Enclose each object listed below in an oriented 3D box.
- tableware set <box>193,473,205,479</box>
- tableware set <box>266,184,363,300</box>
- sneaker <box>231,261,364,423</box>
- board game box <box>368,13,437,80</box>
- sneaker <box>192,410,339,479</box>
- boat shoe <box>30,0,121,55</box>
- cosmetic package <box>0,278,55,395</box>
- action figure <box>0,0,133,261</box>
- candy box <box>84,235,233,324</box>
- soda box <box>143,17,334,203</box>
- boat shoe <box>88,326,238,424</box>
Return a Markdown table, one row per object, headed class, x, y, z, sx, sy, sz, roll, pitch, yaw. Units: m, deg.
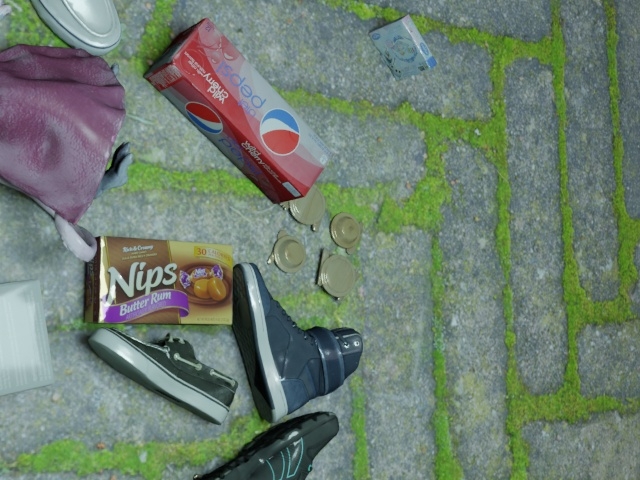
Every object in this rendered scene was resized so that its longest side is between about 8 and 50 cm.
| class | x | y | z | sx | sy | sz | roll | pitch | yaw |
| --- | --- | --- | --- | --- | --- | --- | --- | --- | --- |
| tableware set | -0.092 | 0.388 | 1.194 | 0.194 | 0.039 | 0.128 | 17 | 75 | -33 |
| tableware set | 0.000 | 0.000 | 1.315 | 0.169 | 0.020 | 0.141 | 31 | 66 | -27 |
| sneaker | -0.032 | 0.118 | 1.229 | 0.163 | 0.086 | 0.226 | -20 | 106 | -24 |
| board game box | 0.128 | -0.301 | 1.395 | 0.020 | 0.090 | 0.090 | -43 | 109 | -26 |
| sneaker | -0.071 | 0.317 | 1.170 | 0.267 | 0.101 | 0.106 | -29 | 91 | -35 |
| boat shoe | -0.324 | -0.348 | 1.085 | 0.095 | 0.084 | 0.258 | -44 | 109 | -31 |
| cosmetic package | -0.421 | 0.119 | 0.956 | 0.238 | 0.107 | 0.127 | -6 | 89 | -33 |
| action figure | -0.405 | -0.160 | 0.979 | 0.370 | 0.248 | 0.275 | 10 | 106 | -35 |
| candy box | -0.205 | 0.054 | 1.144 | 0.187 | 0.053 | 0.109 | 6 | 82 | -36 |
| soda box | -0.107 | -0.172 | 1.220 | 0.263 | 0.083 | 0.092 | 45 | 62 | -24 |
| boat shoe | -0.195 | 0.157 | 1.130 | 0.219 | 0.078 | 0.070 | 40 | 64 | -34 |
